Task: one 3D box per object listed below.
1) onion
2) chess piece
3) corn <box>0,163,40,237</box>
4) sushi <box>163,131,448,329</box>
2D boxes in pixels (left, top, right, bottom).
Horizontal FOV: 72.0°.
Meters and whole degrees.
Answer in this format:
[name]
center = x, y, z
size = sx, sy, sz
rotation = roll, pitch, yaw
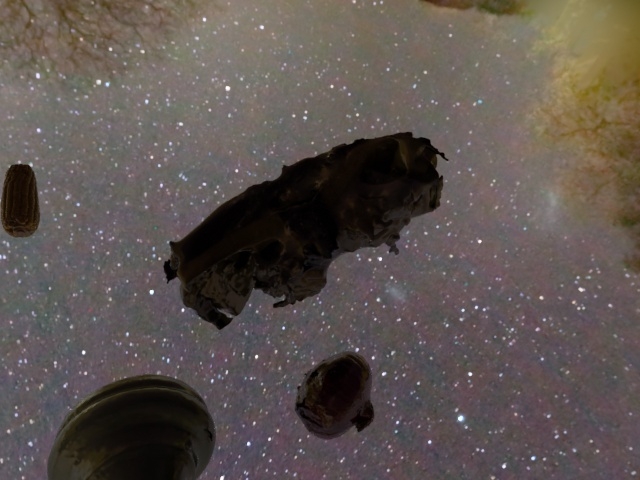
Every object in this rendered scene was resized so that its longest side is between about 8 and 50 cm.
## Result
[onion]
center = 0.021, 0.185, 0.523
size = 0.097, 0.107, 0.107
rotation = 36, -140, 21
[chess piece]
center = -0.189, 0.309, 0.464
size = 0.194, 0.194, 0.299
rotation = 0, -156, -25
[corn]
center = -0.622, -0.084, 0.914
size = 0.067, 0.067, 0.206
rotation = -5, -131, -30
[sushi]
center = -0.003, -0.005, 0.457
size = 0.291, 0.139, 0.131
rotation = -32, -123, -10
